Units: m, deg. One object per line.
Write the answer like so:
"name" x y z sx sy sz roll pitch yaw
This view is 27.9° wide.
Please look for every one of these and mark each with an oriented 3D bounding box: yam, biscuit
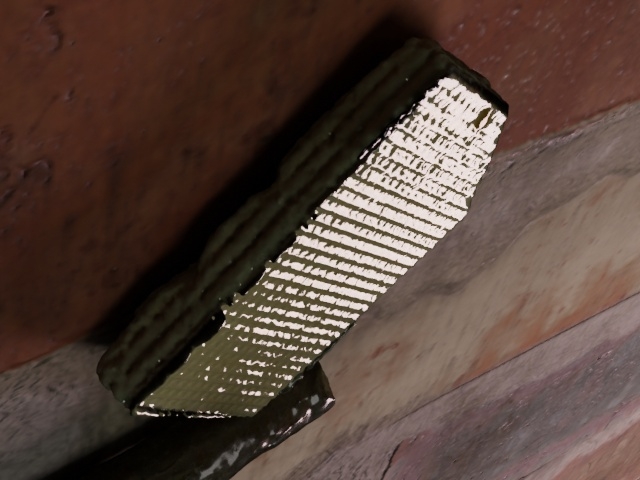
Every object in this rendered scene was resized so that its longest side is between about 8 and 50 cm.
"yam" -0.108 0.152 0.799 0.274 0.061 0.061 -29 152 -20
"biscuit" 0.000 0.000 0.702 0.252 0.052 0.150 -45 156 16
